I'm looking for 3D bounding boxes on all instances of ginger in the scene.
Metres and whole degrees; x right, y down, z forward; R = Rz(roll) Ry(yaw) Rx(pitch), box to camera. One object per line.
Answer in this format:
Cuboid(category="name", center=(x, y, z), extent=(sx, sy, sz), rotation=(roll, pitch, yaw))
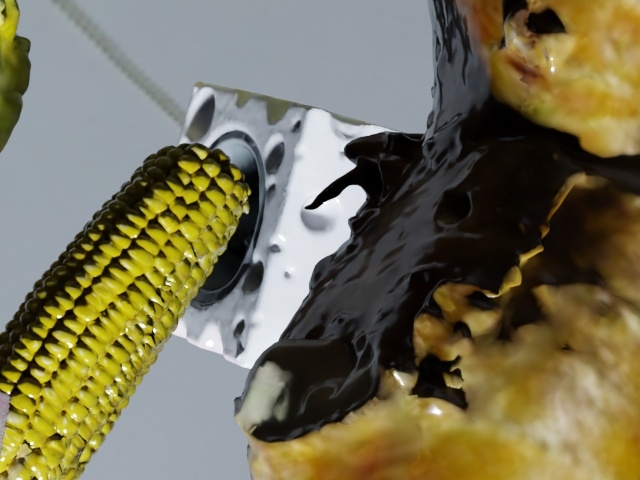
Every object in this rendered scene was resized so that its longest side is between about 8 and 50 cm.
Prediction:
Cuboid(category="ginger", center=(0.084, -0.018, 0.824), extent=(0.254, 0.176, 0.418), rotation=(47, 63, -15))

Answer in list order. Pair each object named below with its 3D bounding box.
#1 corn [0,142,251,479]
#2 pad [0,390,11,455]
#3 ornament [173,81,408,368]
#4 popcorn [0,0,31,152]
Cuboid(category="corn", center=(-0.162, 0.064, 1.371), extent=(0.115, 0.115, 0.318), rotation=(37, 76, -17))
Cuboid(category="pad", center=(-0.196, 0.144, 0.780), extent=(0.113, 0.006, 0.188), rotation=(9, 77, 1))
Cuboid(category="ornament", center=(0.000, 0.000, 1.845), extent=(0.240, 0.240, 0.239), rotation=(13, 93, -31))
Cuboid(category="popcorn", center=(-0.350, -0.128, 1.512), extent=(0.233, 0.192, 0.266), rotation=(41, 98, 24))
